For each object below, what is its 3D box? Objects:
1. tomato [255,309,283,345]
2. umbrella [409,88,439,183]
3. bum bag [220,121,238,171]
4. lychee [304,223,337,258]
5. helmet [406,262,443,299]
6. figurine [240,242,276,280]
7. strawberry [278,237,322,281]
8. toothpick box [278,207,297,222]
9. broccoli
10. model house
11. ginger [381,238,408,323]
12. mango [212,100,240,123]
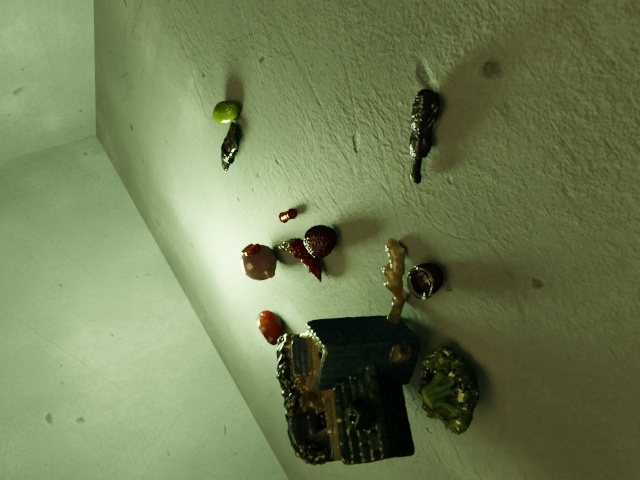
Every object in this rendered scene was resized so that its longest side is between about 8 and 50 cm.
[{"bbox_3d":[-0.239,0.430,2.393,0.173,0.099,0.189,54,-170,-13],"label":"tomato"},{"bbox_3d":[0.249,-0.255,1.198,0.071,0.070,0.249,38,139,34],"label":"umbrella"},{"bbox_3d":[-0.389,-0.390,2.024,0.248,0.069,0.102,125,149,-57],"label":"bum bag"},{"bbox_3d":[0.000,0.002,1.704,0.129,0.123,0.124,-15,100,49],"label":"lychee"},{"bbox_3d":[0.309,0.113,1.377,0.098,0.070,0.123,60,156,17],"label":"helmet"},{"bbox_3d":[-0.274,0.099,2.126,0.173,0.173,0.174,35,139,38],"label":"figurine"},{"bbox_3d":[-0.058,0.063,1.885,0.208,0.087,0.167,43,173,-16],"label":"strawberry"},{"bbox_3d":[-0.128,-0.099,1.881,0.083,0.047,0.047,-17,99,57],"label":"toothpick box"},{"bbox_3d":[0.381,0.442,1.422,0.197,0.176,0.227,5,131,51],"label":"broccoli"},{"bbox_3d":[0.100,0.463,1.509,0.400,0.394,0.446,134,135,-57],"label":"model house"},{"bbox_3d":[0.233,0.131,1.502,0.089,0.075,0.289,9,118,26],"label":"ginger"},{"bbox_3d":[-0.383,-0.519,1.917,0.165,0.074,0.091,1,111,55],"label":"mango"}]
